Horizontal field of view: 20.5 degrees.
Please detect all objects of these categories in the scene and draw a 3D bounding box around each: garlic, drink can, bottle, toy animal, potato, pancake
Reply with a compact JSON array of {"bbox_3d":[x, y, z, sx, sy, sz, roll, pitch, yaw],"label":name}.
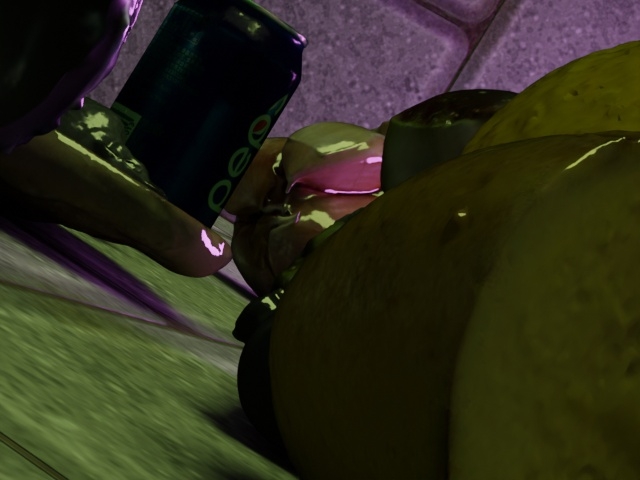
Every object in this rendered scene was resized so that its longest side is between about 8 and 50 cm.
[{"bbox_3d":[0.000,0.000,1.589,0.191,0.214,0.160,-18,13,-42],"label":"garlic"},{"bbox_3d":[-0.100,-0.092,1.359,0.118,0.205,0.118,32,0,0],"label":"drink can"},{"bbox_3d":[0.005,0.057,0.814,0.082,0.072,0.244,48,2,3],"label":"bottle"},{"bbox_3d":[-0.200,-0.063,1.264,0.210,0.121,0.117,50,-36,27],"label":"toy animal"},{"bbox_3d":[0.057,0.047,0.599,0.158,0.178,0.203,15,-4,44],"label":"potato"},{"bbox_3d":[-0.162,-0.032,1.022,0.242,0.050,0.242,28,-5,3],"label":"pancake"}]

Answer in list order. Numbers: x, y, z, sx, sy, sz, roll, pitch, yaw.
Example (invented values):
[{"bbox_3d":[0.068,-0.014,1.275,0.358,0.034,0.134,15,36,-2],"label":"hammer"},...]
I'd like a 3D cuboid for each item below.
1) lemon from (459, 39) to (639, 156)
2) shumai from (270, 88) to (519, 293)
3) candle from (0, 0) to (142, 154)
[{"bbox_3d":[0.172,0.041,0.798,0.268,0.268,0.322,32,30,-4],"label":"lemon"},{"bbox_3d":[0.135,0.021,1.375,0.304,0.263,0.309,29,2,-36],"label":"shumai"},{"bbox_3d":[-0.188,-0.178,0.881,0.221,0.221,0.342,31,15,-14],"label":"candle"}]
